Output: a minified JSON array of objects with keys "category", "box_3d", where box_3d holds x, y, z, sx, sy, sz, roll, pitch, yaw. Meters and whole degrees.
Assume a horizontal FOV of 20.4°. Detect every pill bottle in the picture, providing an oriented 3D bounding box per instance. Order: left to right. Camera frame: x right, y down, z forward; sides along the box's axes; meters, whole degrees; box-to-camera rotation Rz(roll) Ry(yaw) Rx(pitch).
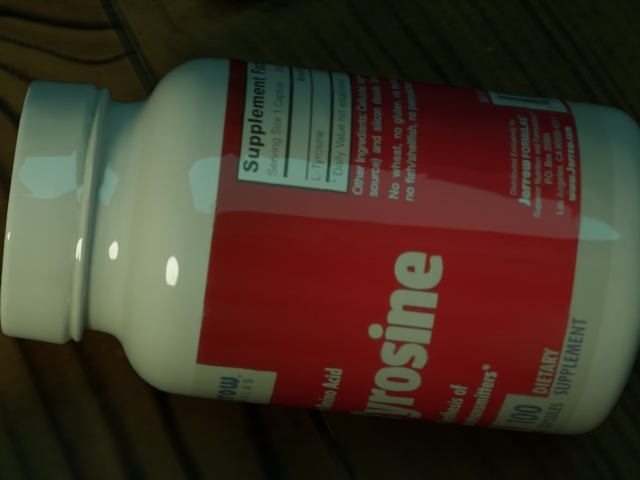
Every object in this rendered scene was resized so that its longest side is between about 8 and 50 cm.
[{"category":"pill bottle","box_3d":[0.000,0.000,1.200,0.407,0.229,0.229,6,55,-4]}]
